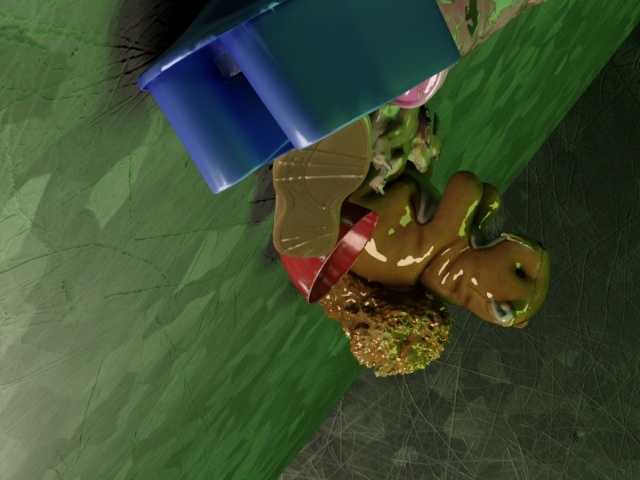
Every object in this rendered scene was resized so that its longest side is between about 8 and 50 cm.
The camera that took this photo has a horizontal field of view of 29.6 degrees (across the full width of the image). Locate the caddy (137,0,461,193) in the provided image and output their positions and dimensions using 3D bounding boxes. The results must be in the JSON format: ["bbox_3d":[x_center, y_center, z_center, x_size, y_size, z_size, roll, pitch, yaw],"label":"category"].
[{"bbox_3d":[-0.022,-0.188,1.166,0.241,0.179,0.341,-23,-173,37],"label":"caddy"}]

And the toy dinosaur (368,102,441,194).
[{"bbox_3d":[0.106,-0.182,1.743,0.200,0.127,0.295,-48,166,-22],"label":"toy dinosaur"}]

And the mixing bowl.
[{"bbox_3d":[0.000,0.000,1.906,0.181,0.098,0.181,-49,166,-17],"label":"mixing bowl"}]

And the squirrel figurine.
[{"bbox_3d":[0.200,0.066,2.157,0.397,0.370,0.281,-54,167,2],"label":"squirrel figurine"}]

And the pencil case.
[{"bbox_3d":[0.189,-0.324,1.627,0.386,0.160,0.167,-41,130,-41],"label":"pencil case"}]

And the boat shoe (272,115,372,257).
[{"bbox_3d":[-0.009,-0.105,1.633,0.341,0.122,0.110,111,-17,-56],"label":"boat shoe"}]
